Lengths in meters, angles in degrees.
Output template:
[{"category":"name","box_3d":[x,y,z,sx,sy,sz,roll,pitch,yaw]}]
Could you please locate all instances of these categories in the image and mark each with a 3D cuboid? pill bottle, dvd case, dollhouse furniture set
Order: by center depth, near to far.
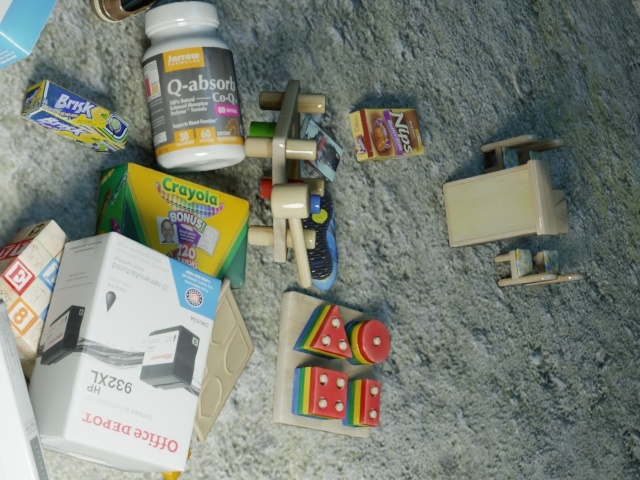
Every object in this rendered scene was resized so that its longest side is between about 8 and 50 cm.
[{"category":"pill bottle","box_3d":[-0.227,-0.267,1.832,0.162,0.162,0.278,-6,86,-48]},{"category":"dvd case","box_3d":[-0.004,-0.187,2.165,0.119,0.013,0.087,41,54,-33]},{"category":"dollhouse furniture set","box_3d":[0.522,-0.080,2.528,0.394,0.256,0.362,0,81,-47]}]

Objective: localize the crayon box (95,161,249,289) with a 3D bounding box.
[{"category":"crayon box","box_3d":[-0.253,-0.017,1.807,0.278,0.081,0.165,17,70,-44]}]

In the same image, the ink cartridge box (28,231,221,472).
[{"category":"ink cartridge box","box_3d":[-0.292,0.173,1.555,0.223,0.129,0.307,29,61,-41]}]

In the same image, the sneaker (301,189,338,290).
[{"category":"sneaker","box_3d":[0.000,0.000,2.101,0.082,0.069,0.209,64,22,-66]}]

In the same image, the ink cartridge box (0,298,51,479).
[{"category":"ink cartridge box","box_3d":[-0.514,0.239,1.407,0.060,0.239,0.275,-32,108,-83]}]

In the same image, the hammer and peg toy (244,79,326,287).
[{"category":"hammer and peg toy","box_3d":[-0.067,-0.095,1.855,0.361,0.127,0.265,-81,173,-56]}]

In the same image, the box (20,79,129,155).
[{"category":"box","box_3d":[-0.400,-0.199,1.706,0.169,0.059,0.054,25,62,-42]}]

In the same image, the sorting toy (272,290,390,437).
[{"category":"sorting toy","box_3d":[0.036,0.246,2.054,0.257,0.089,0.255,20,67,-43]}]

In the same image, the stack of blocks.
[{"category":"stack of blocks","box_3d":[-0.394,0.136,1.616,0.297,0.087,0.171,54,48,-24]}]

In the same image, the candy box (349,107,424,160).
[{"category":"candy box","box_3d":[0.149,-0.236,2.313,0.187,0.053,0.109,-9,87,-49]}]

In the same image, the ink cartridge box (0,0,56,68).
[{"category":"ink cartridge box","box_3d":[-0.539,-0.396,1.498,0.270,0.198,0.197,39,56,-36]}]

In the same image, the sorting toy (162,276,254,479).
[{"category":"sorting toy","box_3d":[-0.210,0.240,1.769,0.229,0.041,0.307,78,32,-47]}]

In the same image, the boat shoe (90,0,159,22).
[{"category":"boat shoe","box_3d":[-0.281,-0.465,1.825,0.257,0.095,0.095,-50,125,-24]}]
